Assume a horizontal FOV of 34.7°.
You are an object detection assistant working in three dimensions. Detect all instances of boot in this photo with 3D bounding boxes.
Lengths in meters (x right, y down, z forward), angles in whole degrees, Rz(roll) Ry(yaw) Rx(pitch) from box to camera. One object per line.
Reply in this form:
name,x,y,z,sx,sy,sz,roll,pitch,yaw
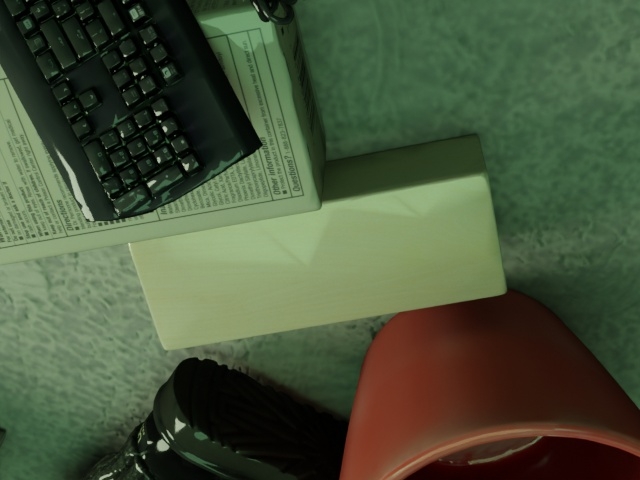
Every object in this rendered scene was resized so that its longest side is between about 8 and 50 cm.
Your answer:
boot,-0.064,0.276,0.950,0.348,0.131,0.260,33,115,-12

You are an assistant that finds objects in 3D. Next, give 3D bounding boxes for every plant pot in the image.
plant pot,0.135,0.178,0.803,0.275,0.243,0.274,-1,118,-2

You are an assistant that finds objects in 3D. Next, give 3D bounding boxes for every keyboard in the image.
keyboard,-0.129,-0.183,0.630,0.202,0.033,0.317,-29,88,7

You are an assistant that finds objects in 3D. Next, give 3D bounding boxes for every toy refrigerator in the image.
toy refrigerator,0.000,0.000,0.798,0.270,0.094,0.102,-11,114,8

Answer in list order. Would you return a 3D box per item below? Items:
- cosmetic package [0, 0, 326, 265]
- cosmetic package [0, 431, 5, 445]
cosmetic package,-0.162,-0.085,0.737,0.310,0.113,0.160,-8,121,8
cosmetic package,-0.421,0.191,0.914,0.238,0.127,0.107,27,120,-16
